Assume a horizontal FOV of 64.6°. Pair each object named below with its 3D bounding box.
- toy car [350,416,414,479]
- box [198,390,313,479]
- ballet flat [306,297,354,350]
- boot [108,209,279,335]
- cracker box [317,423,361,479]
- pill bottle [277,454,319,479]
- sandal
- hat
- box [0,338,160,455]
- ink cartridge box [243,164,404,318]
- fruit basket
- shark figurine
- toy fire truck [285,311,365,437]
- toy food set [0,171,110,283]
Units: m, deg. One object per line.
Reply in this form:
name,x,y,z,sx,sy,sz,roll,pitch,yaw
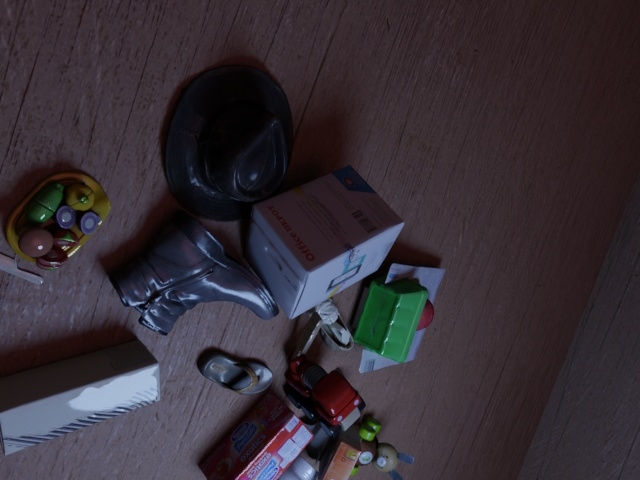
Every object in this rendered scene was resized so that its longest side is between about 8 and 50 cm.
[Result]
toy car,0.188,0.680,1.585,0.154,0.189,0.149,-65,161,6
box,-0.160,0.537,1.293,0.257,0.123,0.128,-45,130,-19
ballet flat,0.027,0.212,1.359,0.086,0.086,0.248,-43,129,-20
boot,-0.258,0.116,1.070,0.222,0.118,0.338,-49,120,-12
cracker box,0.054,0.624,1.460,0.155,0.067,0.232,-64,177,-2
pill bottle,-0.124,0.709,1.377,0.264,0.146,0.146,-46,130,-19
sandal,-0.196,0.326,1.224,0.219,0.060,0.089,39,80,-42
hat,-0.147,-0.181,1.022,0.332,0.134,0.330,-16,116,-35
box,-0.453,0.283,0.952,0.275,0.113,0.094,-11,115,-36
ink cartridge box,0.000,0.000,1.128,0.270,0.198,0.197,-26,155,-31
fruit basket,0.246,0.226,1.534,0.353,0.166,0.326,5,104,-58
shark figurine,0.000,0.516,1.447,0.278,0.116,0.166,-63,168,8
toy fire truck,-0.001,0.332,1.288,0.159,0.217,0.246,-37,126,-24
toy food set,-0.452,-0.016,0.863,0.217,0.071,0.128,-53,132,-12
